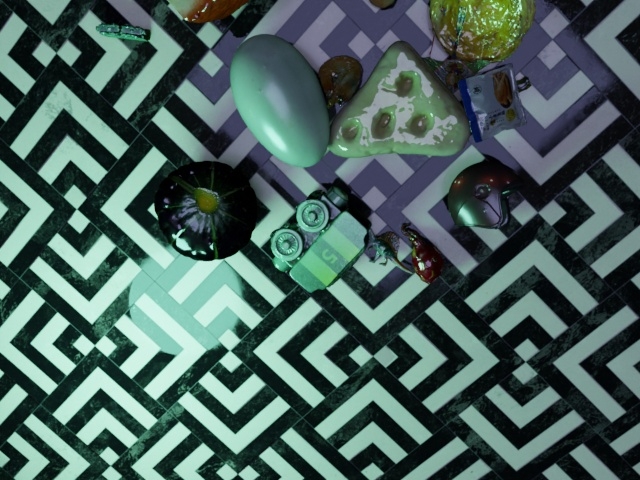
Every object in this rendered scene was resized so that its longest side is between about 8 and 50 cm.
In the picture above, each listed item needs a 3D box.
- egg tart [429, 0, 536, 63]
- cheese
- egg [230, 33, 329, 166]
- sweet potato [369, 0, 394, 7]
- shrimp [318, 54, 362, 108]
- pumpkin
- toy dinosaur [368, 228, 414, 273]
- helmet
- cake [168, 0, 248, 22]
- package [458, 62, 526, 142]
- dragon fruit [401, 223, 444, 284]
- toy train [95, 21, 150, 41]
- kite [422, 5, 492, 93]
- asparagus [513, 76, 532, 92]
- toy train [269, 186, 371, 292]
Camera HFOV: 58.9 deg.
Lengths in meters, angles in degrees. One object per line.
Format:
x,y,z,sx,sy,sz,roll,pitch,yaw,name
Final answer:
0.418,-0.591,1.450,0.290,0.107,0.291,16,135,17,egg tart
0.224,-0.310,1.552,0.328,0.130,0.351,38,107,-5,cheese
-0.104,-0.370,1.523,0.229,0.230,0.371,-24,100,13,egg
0.207,-0.726,1.462,0.097,0.097,0.252,32,108,-2,sweet potato
0.045,-0.426,1.523,0.115,0.217,0.051,8,145,12,shrimp
-0.327,-0.079,1.648,0.295,0.296,0.296,2,105,7,pumpkin
0.200,0.025,1.694,0.187,0.044,0.106,15,89,14,toy dinosaur
0.448,-0.115,1.545,0.216,0.189,0.193,-40,74,20,helmet
-0.287,-0.739,1.414,0.269,0.270,0.320,-29,99,25,cake
0.458,-0.364,1.503,0.173,0.027,0.171,-23,103,-15,package
0.301,0.035,1.662,0.094,0.094,0.191,-25,89,13,dragon fruit
-0.557,-0.592,1.603,0.147,0.071,0.038,9,104,5,toy train
0.352,-0.496,1.491,0.197,0.006,0.244,14,138,20,kite
0.495,-0.396,1.548,0.165,0.030,0.036,-24,124,11,asparagus
0.000,0.000,1.639,0.238,0.167,0.299,41,107,0,toy train
